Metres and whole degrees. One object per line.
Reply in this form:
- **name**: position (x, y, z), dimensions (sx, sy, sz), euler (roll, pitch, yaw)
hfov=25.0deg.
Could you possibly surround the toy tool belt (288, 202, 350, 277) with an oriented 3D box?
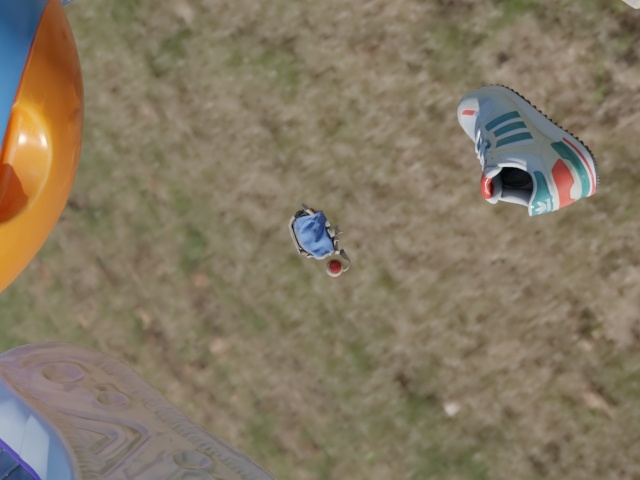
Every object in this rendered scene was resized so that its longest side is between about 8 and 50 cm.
- **toy tool belt**: position (0.000, 0.000, 1.570), dimensions (0.083, 0.052, 0.051), euler (59, 171, 9)

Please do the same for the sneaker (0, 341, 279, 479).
- **sneaker**: position (-0.114, 0.222, 0.797), dimensions (0.323, 0.130, 0.236), euler (36, 121, 49)

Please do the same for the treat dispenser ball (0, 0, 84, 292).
- **treat dispenser ball**: position (-0.274, -0.075, 0.787), dimensions (0.288, 0.288, 0.288), euler (45, 155, 28)

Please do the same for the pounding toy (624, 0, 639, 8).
- **pounding toy**: position (0.296, -0.269, 1.162), dimensions (0.181, 0.206, 0.094), euler (40, 136, 21)

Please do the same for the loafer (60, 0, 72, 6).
- **loafer**: position (-0.303, -0.240, 1.294), dimensions (0.303, 0.095, 0.109), euler (-15, 144, 31)

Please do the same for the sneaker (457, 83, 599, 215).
- **sneaker**: position (0.147, -0.071, 1.164), dimensions (0.161, 0.075, 0.057), euler (42, 152, 43)
